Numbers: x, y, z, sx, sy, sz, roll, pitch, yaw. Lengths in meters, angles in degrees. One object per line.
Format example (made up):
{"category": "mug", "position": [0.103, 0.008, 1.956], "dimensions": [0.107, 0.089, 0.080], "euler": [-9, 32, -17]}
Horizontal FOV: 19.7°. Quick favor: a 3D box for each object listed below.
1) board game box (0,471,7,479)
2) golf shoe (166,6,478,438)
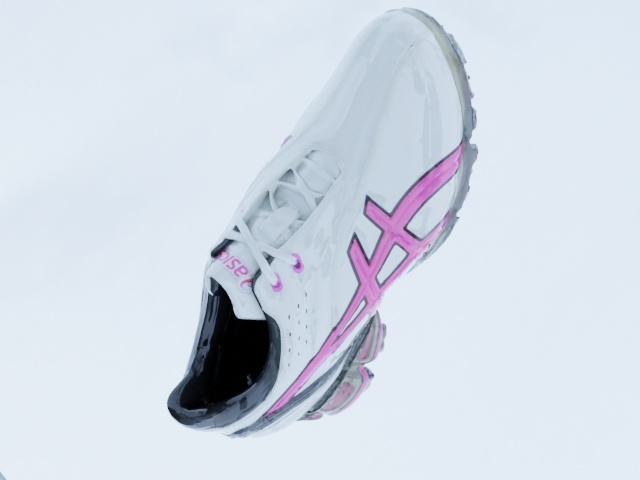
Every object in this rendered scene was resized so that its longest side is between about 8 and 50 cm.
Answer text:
{"category": "board game box", "position": [-0.207, 0.091, 0.746], "dimensions": [0.030, 0.136, 0.260], "euler": [-48, 148, 8]}
{"category": "golf shoe", "position": [0.000, 0.000, 0.698], "dimensions": [0.086, 0.067, 0.186], "euler": [-12, 130, -50]}
